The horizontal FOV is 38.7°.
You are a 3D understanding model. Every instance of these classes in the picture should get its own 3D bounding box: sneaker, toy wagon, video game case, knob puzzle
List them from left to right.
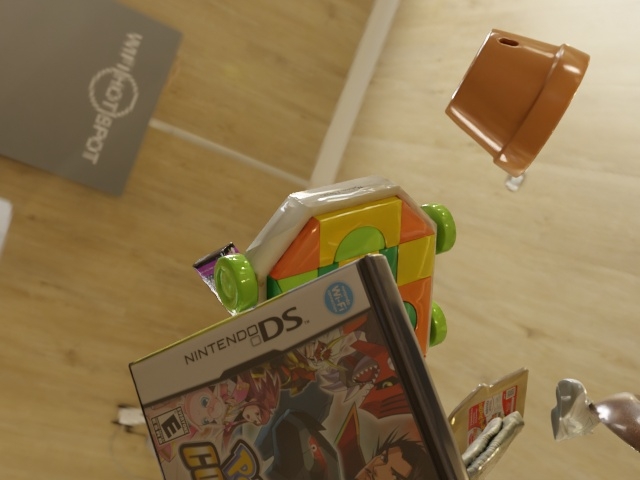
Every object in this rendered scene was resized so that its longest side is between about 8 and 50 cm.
[{"bbox_3d":[-0.013,0.183,0.714,0.248,0.035,0.275,-25,-103,24],"label":"video game case"},{"bbox_3d":[0.023,0.105,0.960,0.068,0.267,0.345,32,-51,49],"label":"toy wagon"},{"bbox_3d":[0.279,0.318,1.625,0.213,0.213,0.030,-60,-137,18],"label":"knob puzzle"},{"bbox_3d":[0.357,0.232,1.263,0.152,0.061,0.054,78,9,-57],"label":"sneaker"}]

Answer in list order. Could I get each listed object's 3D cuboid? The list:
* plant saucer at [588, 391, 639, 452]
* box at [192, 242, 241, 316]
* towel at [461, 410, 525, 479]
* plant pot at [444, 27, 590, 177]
[{"bbox_3d":[0.491,0.279,1.160,0.050,0.310,0.310,-61,-151,6],"label":"plant saucer"},{"bbox_3d":[-0.122,0.084,1.432,0.029,0.162,0.116,-42,-169,-33],"label":"box"},{"bbox_3d":[0.126,0.363,1.155,0.056,0.324,0.312,37,-74,19],"label":"towel"},{"bbox_3d":[0.393,-0.303,1.888,0.291,0.203,0.291,-61,179,-2],"label":"plant pot"}]
